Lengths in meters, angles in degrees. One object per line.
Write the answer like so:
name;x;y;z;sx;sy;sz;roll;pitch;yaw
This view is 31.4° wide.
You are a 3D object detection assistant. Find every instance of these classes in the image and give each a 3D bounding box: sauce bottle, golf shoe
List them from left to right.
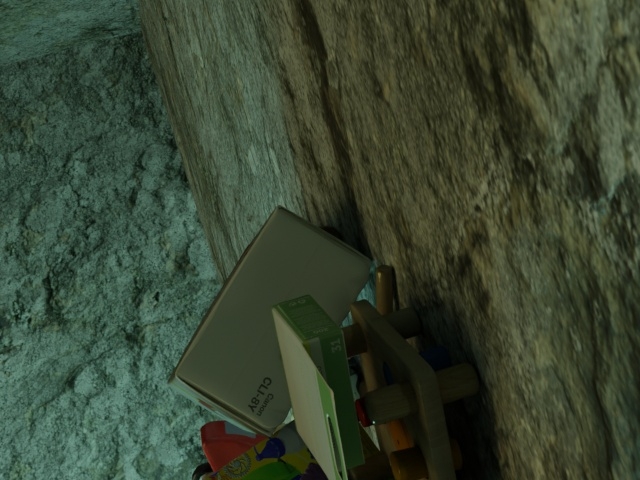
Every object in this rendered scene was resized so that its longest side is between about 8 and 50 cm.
sauce bottle;0.000;0.000;1.731;0.128;0.042;0.042;166;88;-78
golf shoe;0.034;0.274;1.868;0.198;0.077;0.094;90;161;-58

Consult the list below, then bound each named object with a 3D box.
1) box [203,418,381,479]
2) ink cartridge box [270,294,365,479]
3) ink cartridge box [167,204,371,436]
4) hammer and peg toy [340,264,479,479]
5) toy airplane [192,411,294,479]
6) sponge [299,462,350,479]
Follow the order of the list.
box;-0.009;0.417;1.545;0.290;0.279;0.177;52;166;20
ink cartridge box;0.012;0.178;1.229;0.235;0.056;0.171;-138;35;-64
ink cartridge box;-0.087;0.127;1.674;0.160;0.279;0.385;31;168;-4
hammer and peg toy;0.084;0.200;1.366;0.361;0.127;0.265;-133;29;-67
toy airplane;-0.012;0.468;2.009;0.386;0.272;0.384;50;-169;27
sponge;0.070;0.342;1.417;0.117;0.210;0.031;-40;-31;-79
